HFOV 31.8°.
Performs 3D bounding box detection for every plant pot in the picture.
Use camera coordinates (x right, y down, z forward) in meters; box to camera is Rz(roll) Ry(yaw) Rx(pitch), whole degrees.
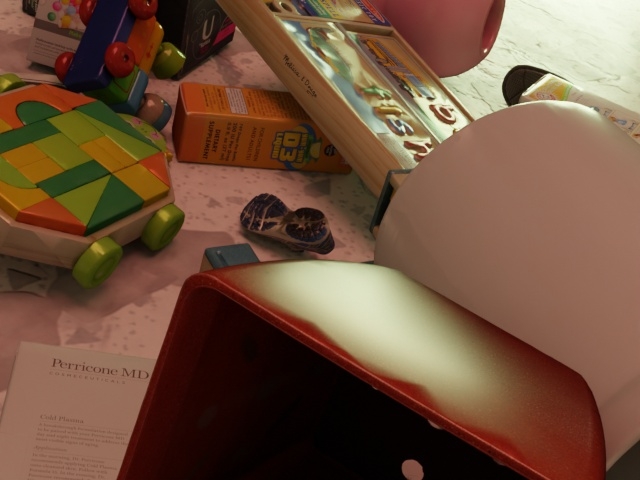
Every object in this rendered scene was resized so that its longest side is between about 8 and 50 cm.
[{"bbox_3d":[0.041,0.160,0.763,0.267,0.267,0.236,30,26,17],"label":"plant pot"}]

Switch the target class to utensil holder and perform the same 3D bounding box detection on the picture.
[{"bbox_3d":[0.259,0.096,1.028,0.328,0.327,0.385,-1,36,-23],"label":"utensil holder"}]

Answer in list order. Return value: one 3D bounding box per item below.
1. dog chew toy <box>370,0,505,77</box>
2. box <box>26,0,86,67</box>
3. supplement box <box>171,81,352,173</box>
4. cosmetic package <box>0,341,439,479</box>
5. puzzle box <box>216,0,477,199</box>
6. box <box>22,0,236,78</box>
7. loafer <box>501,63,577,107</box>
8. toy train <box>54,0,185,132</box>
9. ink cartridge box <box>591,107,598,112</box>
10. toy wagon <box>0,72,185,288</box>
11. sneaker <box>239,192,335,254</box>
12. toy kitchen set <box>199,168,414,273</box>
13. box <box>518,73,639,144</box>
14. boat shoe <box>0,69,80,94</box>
[{"bbox_3d":[0.110,-0.374,1.728,0.332,0.206,0.206,19,34,19],"label":"dog chew toy"},{"bbox_3d":[-0.293,-0.307,1.475,0.145,0.186,0.038,17,12,1],"label":"box"},{"bbox_3d":[-0.067,-0.142,1.432,0.233,0.078,0.080,2,38,-19],"label":"supplement box"},{"bbox_3d":[-0.078,0.230,0.901,0.377,0.097,0.284,9,38,-10],"label":"cosmetic package"},{"bbox_3d":[0.070,-0.196,1.458,0.272,0.052,0.409,-6,51,-50],"label":"puzzle box"},{"bbox_3d":[-0.265,-0.365,1.600,0.270,0.143,0.165,25,38,14],"label":"box"},{"bbox_3d":[0.387,-0.168,1.653,0.267,0.096,0.084,36,20,16],"label":"loafer"},{"bbox_3d":[-0.222,-0.263,1.413,0.105,0.143,0.248,-3,59,34],"label":"toy train"},{"bbox_3d":[0.333,-0.037,1.371,0.160,0.092,0.219,-23,71,-41],"label":"ink cartridge box"},{"bbox_3d":[-0.272,-0.087,1.235,0.267,0.068,0.344,39,32,10],"label":"toy wagon"},{"bbox_3d":[-0.038,-0.011,1.294,0.135,0.058,0.052,21,67,42],"label":"sneaker"},{"bbox_3d":[0.000,0.000,1.186,0.207,0.166,0.122,-8,42,-30],"label":"toy kitchen set"},{"bbox_3d":[0.367,-0.129,1.550,0.203,0.114,0.103,29,39,19],"label":"box"},{"bbox_3d":[-0.384,-0.160,1.332,0.219,0.078,0.070,-5,39,-29],"label":"boat shoe"}]
